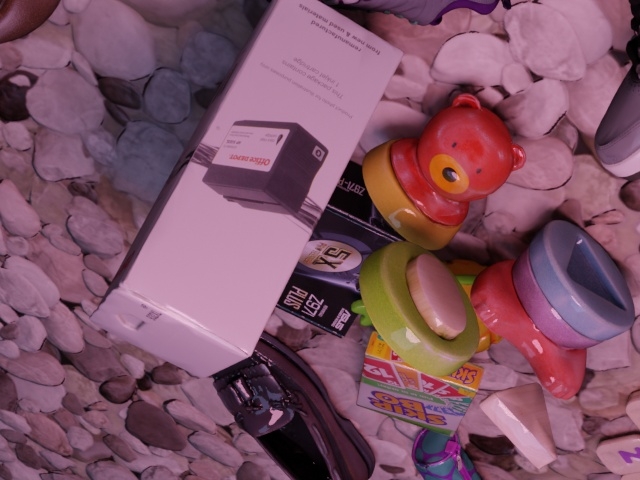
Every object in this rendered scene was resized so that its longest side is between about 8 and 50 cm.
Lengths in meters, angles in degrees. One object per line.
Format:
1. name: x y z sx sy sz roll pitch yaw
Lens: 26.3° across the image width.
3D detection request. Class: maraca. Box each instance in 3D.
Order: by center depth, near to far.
1. maraca: 0.125 0.069 1.442 0.186 0.099 0.127 8 143 -23

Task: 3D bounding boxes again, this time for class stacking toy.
1. stacking toy: 0.180 0.029 1.285 0.309 0.279 0.130 41 123 -16

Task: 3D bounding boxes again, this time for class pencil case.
1. pencil case: 0.169 0.298 1.688 0.070 0.064 0.151 10 142 49

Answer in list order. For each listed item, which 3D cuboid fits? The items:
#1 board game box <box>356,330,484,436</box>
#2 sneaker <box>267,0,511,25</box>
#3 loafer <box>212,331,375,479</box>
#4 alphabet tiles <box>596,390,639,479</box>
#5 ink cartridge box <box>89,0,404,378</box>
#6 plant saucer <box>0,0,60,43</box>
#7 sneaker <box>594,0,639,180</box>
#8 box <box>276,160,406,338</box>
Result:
1. board game box: 0.106 0.168 1.541 0.124 0.039 0.259 18 164 5
2. sneaker: 0.056 -0.220 1.227 0.224 0.083 0.098 -3 139 26
3. loafer: -0.041 0.223 1.678 0.109 0.095 0.302 -22 121 36
4. alphabet tiles: 0.472 0.256 1.556 0.278 0.021 0.284 -20 122 36
5. ink cartridge box: -0.071 -0.043 1.237 0.129 0.307 0.223 30 163 -8
6. plant saucer: -0.399 -0.309 1.348 0.311 0.050 0.310 12 136 12
7. sneaker: 0.255 -0.201 1.068 0.178 0.124 0.295 24 109 -16
8. box: 0.000 0.000 1.460 0.147 0.077 0.180 26 136 -4
